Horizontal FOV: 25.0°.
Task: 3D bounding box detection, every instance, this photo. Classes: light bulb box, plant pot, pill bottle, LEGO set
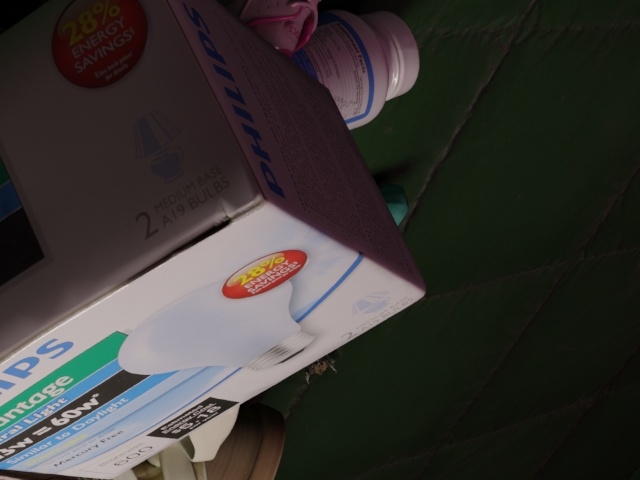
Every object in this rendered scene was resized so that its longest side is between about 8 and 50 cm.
[{"bbox_3d":[-0.157,0.005,1.146,0.358,0.225,0.361,-32,159,13],"label":"light bulb box"},{"bbox_3d":[-0.152,0.314,1.940,0.109,0.237,0.237,29,117,-16],"label":"plant pot"},{"bbox_3d":[-0.011,-0.160,1.437,0.221,0.124,0.124,-22,149,-37],"label":"pill bottle"},{"bbox_3d":[-0.011,0.174,2.051,0.054,0.023,0.083,-44,138,6],"label":"LEGO set"}]

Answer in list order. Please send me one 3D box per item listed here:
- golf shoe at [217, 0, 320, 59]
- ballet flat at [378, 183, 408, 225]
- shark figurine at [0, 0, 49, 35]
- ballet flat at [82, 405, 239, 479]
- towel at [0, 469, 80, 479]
[{"bbox_3d":[-0.030,-0.235,1.294,0.306,0.140,0.115,-44,151,5],"label":"golf shoe"},{"bbox_3d":[0.000,0.000,1.744,0.247,0.083,0.087,-38,138,-4],"label":"ballet flat"},{"bbox_3d":[-0.208,-0.176,1.151,0.166,0.116,0.278,-28,133,-27],"label":"shark figurine"},{"bbox_3d":[-0.181,0.204,1.722,0.164,0.182,0.483,-13,144,-33],"label":"ballet flat"},{"bbox_3d":[-0.492,0.369,1.734,0.332,0.053,0.317,-39,153,11],"label":"towel"}]
